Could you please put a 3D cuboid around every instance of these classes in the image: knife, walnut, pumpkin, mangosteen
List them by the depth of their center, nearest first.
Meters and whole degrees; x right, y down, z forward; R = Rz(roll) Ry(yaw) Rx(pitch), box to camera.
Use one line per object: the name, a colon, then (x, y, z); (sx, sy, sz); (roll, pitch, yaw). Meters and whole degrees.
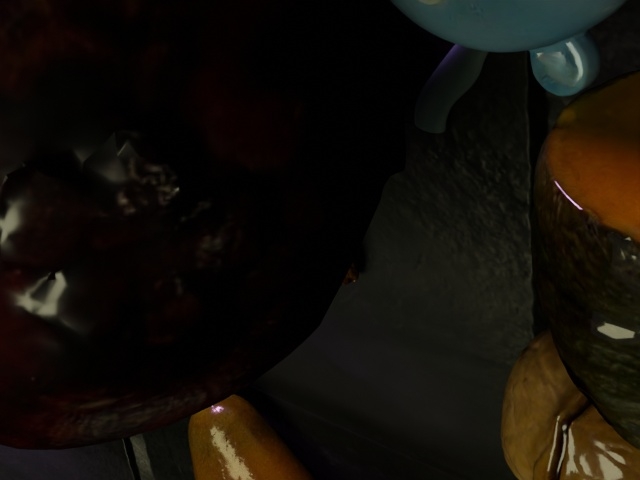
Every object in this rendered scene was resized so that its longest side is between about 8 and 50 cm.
pumpkin: (0.240, 0.038, 0.641); (0.317, 0.222, 0.139); (23, 144, 27)
mangosteen: (-0.130, -0.094, 0.795); (0.381, 0.421, 0.381); (4, 130, 5)
knife: (0.102, -0.127, 0.809); (0.028, 0.015, 0.210); (48, 143, 10)
walnut: (0.179, 0.113, 0.830); (0.144, 0.144, 0.180); (28, -179, 25)

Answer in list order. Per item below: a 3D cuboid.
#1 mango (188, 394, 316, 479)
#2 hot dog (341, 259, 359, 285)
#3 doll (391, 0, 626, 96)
mango: (-0.051, 0.238, 1.236); (0.136, 0.099, 0.227); (-15, 104, 56)
hot dog: (0.000, 0.000, 1.013); (0.058, 0.035, 0.083); (10, 130, 36)
doll: (0.065, -0.214, 0.663); (0.177, 0.141, 0.314); (-12, 109, 51)
